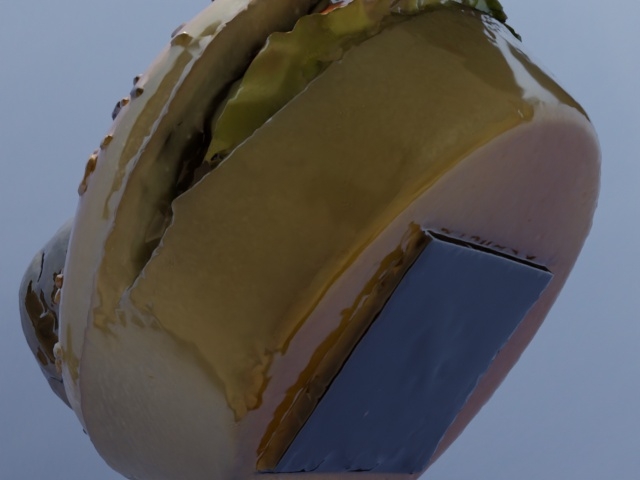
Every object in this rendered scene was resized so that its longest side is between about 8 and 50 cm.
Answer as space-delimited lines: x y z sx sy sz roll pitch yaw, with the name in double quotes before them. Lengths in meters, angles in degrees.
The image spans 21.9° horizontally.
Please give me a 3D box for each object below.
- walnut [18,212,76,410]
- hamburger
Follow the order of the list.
"walnut" -0.125 0.053 1.080 0.140 0.140 0.162 -10 -128 -14
"hamburger" 0.000 0.000 0.802 0.176 0.300 0.300 36 -112 25
